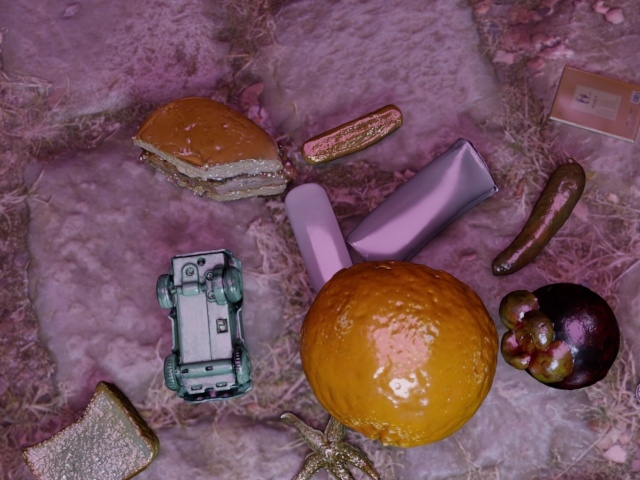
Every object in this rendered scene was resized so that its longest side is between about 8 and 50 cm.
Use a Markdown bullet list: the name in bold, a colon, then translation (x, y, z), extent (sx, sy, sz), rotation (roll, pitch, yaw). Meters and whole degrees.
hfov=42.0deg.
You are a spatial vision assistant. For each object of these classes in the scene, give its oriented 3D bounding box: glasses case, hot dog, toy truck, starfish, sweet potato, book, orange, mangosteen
- **glasses case**: translation (0.197, -0.057, 1.608), extent (0.308, 0.083, 0.128), rotation (-40, 84, -4)
- **hot dog**: translation (0.064, -0.207, 1.666), extent (0.216, 0.047, 0.066), rotation (-25, 92, -2)
- **toy truck**: translation (-0.209, 0.159, 1.555), extent (0.155, 0.156, 0.278), rotation (-8, 78, 3)
- **starfish**: translation (0.011, 0.398, 1.551), extent (0.223, 0.050, 0.216), rotation (38, 91, 16)
- **sweet potato**: translation (0.423, -0.035, 1.593), extent (0.075, 0.075, 0.273), rotation (35, 86, 10)
- **glasses case**: translation (0.000, 0.000, 1.621), extent (0.092, 0.059, 0.233), rotation (-22, 78, 1)
- **book**: translation (0.555, -0.273, 1.660), extent (0.172, 0.012, 0.118), rotation (18, 80, 7)
- **orange**: translation (0.129, 0.200, 1.430), extent (0.341, 0.340, 0.293), rotation (12, 67, 7)
- **mangosteen**: translation (0.425, 0.170, 1.479), extent (0.210, 0.210, 0.209), rotation (-1, 78, 4)

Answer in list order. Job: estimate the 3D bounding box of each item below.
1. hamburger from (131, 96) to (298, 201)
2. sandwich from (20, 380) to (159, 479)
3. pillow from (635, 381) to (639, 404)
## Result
- **hamburger**: translation (-0.212, -0.177, 1.632), extent (0.282, 0.155, 0.245), rotation (-20, 70, -5)
- **sandwich**: translation (-0.428, 0.398, 1.568), extent (0.215, 0.065, 0.186), rotation (-39, 78, -3)
- **pillow**: translation (0.682, 0.328, 1.512), extent (0.131, 0.038, 0.232), rotation (-34, 80, 1)
